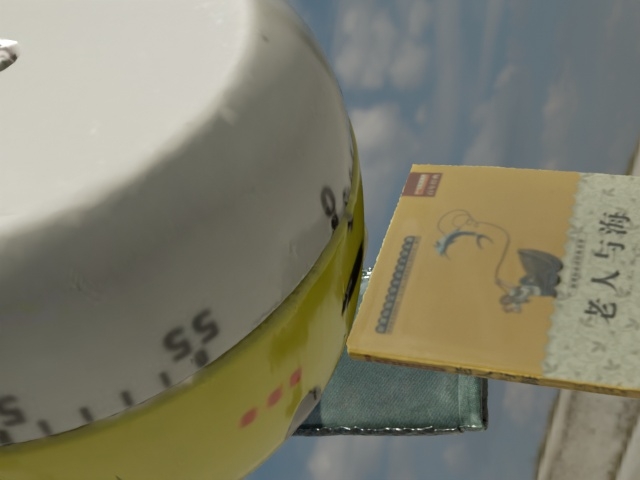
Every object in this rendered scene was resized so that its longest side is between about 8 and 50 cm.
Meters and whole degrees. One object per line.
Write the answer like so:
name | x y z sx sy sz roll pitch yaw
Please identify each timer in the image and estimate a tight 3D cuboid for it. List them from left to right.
timer | -0.104 0.026 0.456 0.285 0.285 0.285 7 -90 -71

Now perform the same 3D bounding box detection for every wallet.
wallet | 0.076 0.153 1.374 0.075 0.342 0.237 31 -122 -52

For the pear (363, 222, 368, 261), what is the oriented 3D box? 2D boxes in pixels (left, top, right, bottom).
pear | 0.000 0.000 1.529 0.162 0.149 0.149 -134 50 -83

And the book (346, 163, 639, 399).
book | 0.243 0.033 0.972 0.032 0.389 0.269 73 -150 -45
